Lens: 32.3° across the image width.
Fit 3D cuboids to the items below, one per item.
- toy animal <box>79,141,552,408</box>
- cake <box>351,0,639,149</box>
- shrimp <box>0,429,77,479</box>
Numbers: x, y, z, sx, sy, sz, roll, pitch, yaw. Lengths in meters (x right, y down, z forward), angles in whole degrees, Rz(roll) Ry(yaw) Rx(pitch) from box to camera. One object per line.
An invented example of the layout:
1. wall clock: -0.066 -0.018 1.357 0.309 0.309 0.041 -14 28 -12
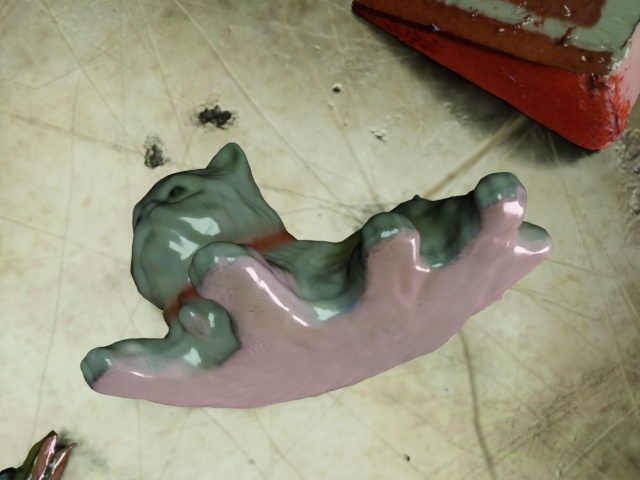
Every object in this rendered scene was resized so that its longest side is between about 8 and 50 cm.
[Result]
1. toy animal: 0.000 0.000 0.862 0.266 0.188 0.308 28 119 -32
2. cake: 0.186 -0.196 0.973 0.262 0.159 0.158 25 79 34
3. shrimp: -0.233 0.305 0.840 0.168 0.077 0.317 14 81 12
